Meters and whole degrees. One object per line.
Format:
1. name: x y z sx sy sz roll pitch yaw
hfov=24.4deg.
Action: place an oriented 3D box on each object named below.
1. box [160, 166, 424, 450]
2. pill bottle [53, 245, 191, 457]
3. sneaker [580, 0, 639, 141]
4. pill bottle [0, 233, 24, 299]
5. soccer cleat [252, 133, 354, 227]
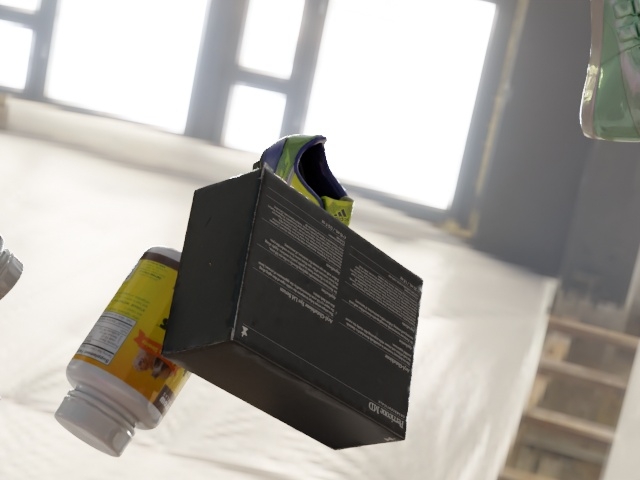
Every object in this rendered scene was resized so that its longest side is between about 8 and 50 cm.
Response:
1. box: -0.020 0.075 1.458 0.103 0.184 0.261 -17 143 37
2. pill bottle: -0.192 0.120 1.581 0.117 0.215 0.117 28 159 11
3. sneaker: 0.402 -0.241 1.760 0.151 0.256 0.094 11 -167 32
4. pill bottle: -0.370 0.002 1.493 0.137 0.078 0.078 48 177 -27
5. soccer cleat: -0.001 0.000 1.928 0.121 0.289 0.093 -19 174 31
